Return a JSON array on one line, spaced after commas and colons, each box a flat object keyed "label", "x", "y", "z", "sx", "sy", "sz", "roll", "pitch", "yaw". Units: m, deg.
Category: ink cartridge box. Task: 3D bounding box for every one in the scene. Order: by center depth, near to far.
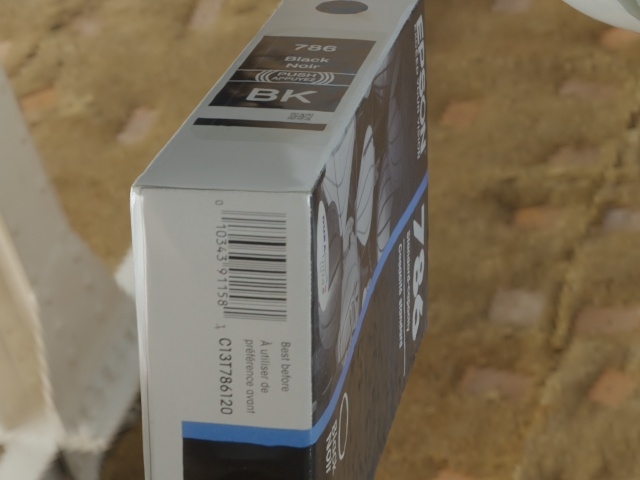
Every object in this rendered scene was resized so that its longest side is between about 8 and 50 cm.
[{"label": "ink cartridge box", "x": 0.000, "y": 0.000, "z": 0.751, "sx": 0.065, "sy": 0.165, "sz": 0.332, "roll": 2, "pitch": -158, "yaw": 9}]

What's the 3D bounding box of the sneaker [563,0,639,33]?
[{"label": "sneaker", "x": 0.194, "y": -0.145, "z": 0.563, "sx": 0.331, "sy": 0.122, "sz": 0.146, "roll": -17, "pitch": -164, "yaw": -17}]
